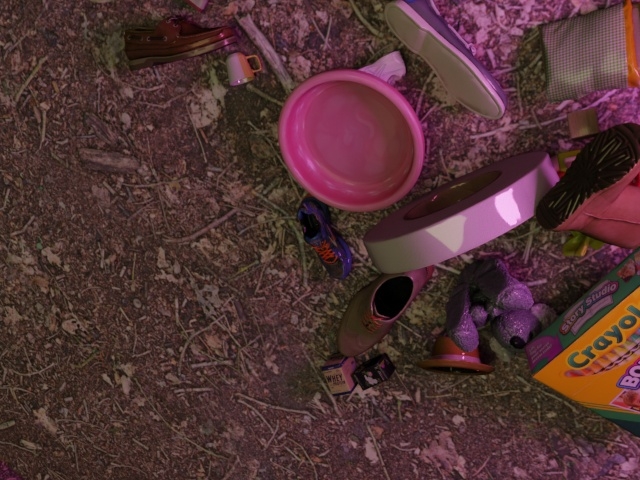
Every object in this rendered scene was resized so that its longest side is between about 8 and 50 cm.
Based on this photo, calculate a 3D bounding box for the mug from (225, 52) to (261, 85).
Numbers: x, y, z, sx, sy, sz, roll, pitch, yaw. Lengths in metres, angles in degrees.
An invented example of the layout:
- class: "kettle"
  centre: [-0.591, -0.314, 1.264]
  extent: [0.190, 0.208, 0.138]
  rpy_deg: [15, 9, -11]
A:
- class: "mug"
  centre: [-0.185, -0.404, 1.601]
  extent: [0.062, 0.078, 0.064]
  rpy_deg: [-12, 96, 61]

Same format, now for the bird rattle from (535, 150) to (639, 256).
- class: "bird rattle"
  centre: [0.523, -0.096, 1.361]
  extent: [0.207, 0.143, 0.253]
  rpy_deg: [27, 116, 31]

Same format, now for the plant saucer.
- class: "plant saucer"
  centre: [0.071, -0.222, 1.504]
  extent: [0.332, 0.084, 0.332]
  rpy_deg: [13, 126, 18]

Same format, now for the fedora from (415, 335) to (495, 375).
- class: "fedora"
  centre: [0.313, 0.264, 1.585]
  extent: [0.194, 0.194, 0.079]
  rpy_deg: [-1, 73, 24]

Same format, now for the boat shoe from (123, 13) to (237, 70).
- class: "boat shoe"
  centre: [-0.341, -0.474, 1.604]
  extent: [0.307, 0.111, 0.104]
  rpy_deg: [-5, 109, 25]

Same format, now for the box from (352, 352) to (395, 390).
- class: "box"
  centre: [0.136, 0.330, 1.729]
  extent: [0.083, 0.062, 0.052]
  rpy_deg: [-31, 94, 31]

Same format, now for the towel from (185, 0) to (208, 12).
- class: "towel"
  centre: [-0.281, -0.716, 1.530]
  extent: [0.237, 0.037, 0.329]
  rpy_deg: [39, 122, 4]

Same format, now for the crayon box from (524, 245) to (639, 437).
- class: "crayon box"
  centre: [0.651, 0.202, 1.360]
  extent: [0.313, 0.106, 0.363]
  rpy_deg: [29, 121, -16]

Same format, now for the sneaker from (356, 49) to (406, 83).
- class: "sneaker"
  centre: [0.114, -0.353, 1.481]
  extent: [0.152, 0.054, 0.061]
  rpy_deg: [-21, 103, 28]

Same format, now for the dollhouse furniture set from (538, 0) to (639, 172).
- class: "dollhouse furniture set"
  centre: [0.499, -0.289, 1.222]
  extent: [0.197, 0.151, 0.301]
  rpy_deg: [-9, 84, 26]

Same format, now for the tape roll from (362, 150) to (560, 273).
- class: "tape roll"
  centre: [0.268, -0.057, 1.333]
  extent: [0.392, 0.392, 0.072]
  rpy_deg: [-22, 99, 29]

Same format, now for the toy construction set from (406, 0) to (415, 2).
- class: "toy construction set"
  centre: [0.067, -0.600, 1.287]
  extent: [0.237, 0.257, 0.309]
  rpy_deg: [0, 78, 21]

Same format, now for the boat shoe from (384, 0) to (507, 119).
- class: "boat shoe"
  centre: [0.269, -0.380, 1.368]
  extent: [0.319, 0.099, 0.116]
  rpy_deg: [46, 162, 5]

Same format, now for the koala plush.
- class: "koala plush"
  centre: [0.405, 0.165, 1.502]
  extent: [0.221, 0.203, 0.196]
  rpy_deg: [38, 113, -18]

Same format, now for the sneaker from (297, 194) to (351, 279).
- class: "sneaker"
  centre: [0.000, 0.000, 1.648]
  extent: [0.083, 0.087, 0.221]
  rpy_deg: [-24, 98, 30]

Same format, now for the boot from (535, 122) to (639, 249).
- class: "boot"
  centre: [0.525, -0.085, 1.170]
  extent: [0.236, 0.269, 0.089]
  rpy_deg: [-48, 47, 39]

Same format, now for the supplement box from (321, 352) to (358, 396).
- class: "supplement box"
  centre: [0.055, 0.339, 1.756]
  extent: [0.056, 0.083, 0.083]
  rpy_deg: [-17, 101, 27]

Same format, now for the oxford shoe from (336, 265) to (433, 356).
- class: "oxford shoe"
  centre: [0.127, 0.166, 1.630]
  extent: [0.123, 0.130, 0.348]
  rpy_deg: [37, 120, 7]
